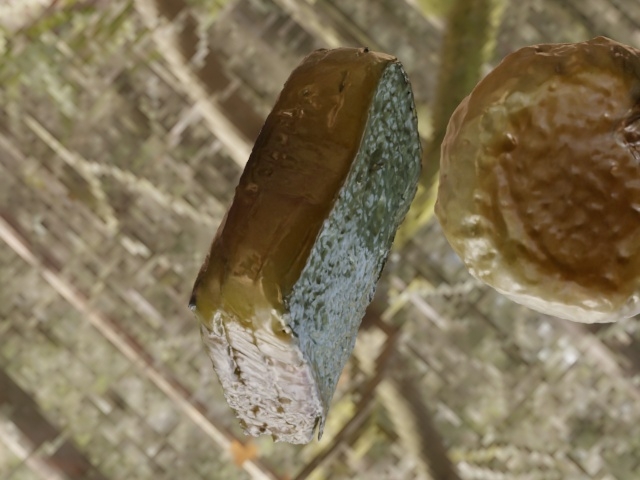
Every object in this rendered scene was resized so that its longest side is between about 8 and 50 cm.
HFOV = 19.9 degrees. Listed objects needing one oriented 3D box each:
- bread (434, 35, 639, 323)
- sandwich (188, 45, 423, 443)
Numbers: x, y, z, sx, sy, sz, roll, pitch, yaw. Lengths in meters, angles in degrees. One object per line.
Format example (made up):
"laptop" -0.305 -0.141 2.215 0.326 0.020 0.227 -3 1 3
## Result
"bread" 0.212 -0.055 1.533 0.244 0.244 0.134 -47 -172 2
"sandwich" 0.001 0.000 1.338 0.226 0.087 0.251 72 35 -56
